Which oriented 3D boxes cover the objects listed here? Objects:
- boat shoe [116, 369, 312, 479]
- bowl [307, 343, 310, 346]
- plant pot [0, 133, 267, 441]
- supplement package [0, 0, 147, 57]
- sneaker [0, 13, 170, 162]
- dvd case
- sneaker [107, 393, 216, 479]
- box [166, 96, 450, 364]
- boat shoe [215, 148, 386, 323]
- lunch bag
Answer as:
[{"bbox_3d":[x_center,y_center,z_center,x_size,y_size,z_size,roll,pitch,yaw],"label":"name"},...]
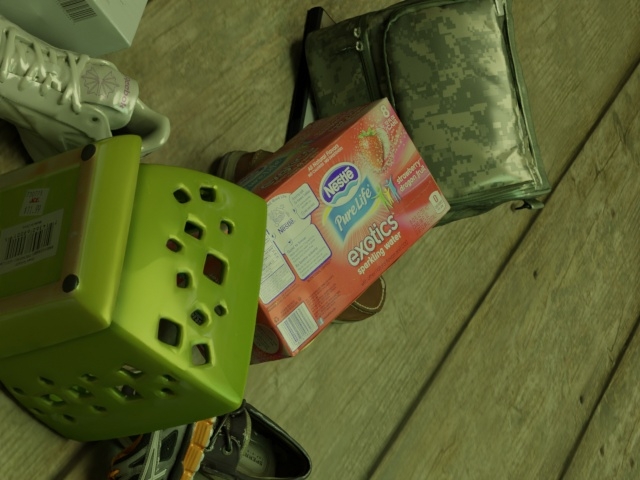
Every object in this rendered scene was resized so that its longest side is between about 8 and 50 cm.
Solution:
[{"bbox_3d":[-0.111,0.202,1.884,0.285,0.092,0.103,36,53,-48],"label":"boat shoe"},{"bbox_3d":[-0.077,0.052,1.992,0.170,0.080,0.170,11,72,-38],"label":"bowl"},{"bbox_3d":[-0.205,0.039,1.662,0.207,0.228,0.227,35,51,-43],"label":"plant pot"},{"bbox_3d":[-0.247,-0.310,1.792,0.139,0.134,0.244,51,39,-39],"label":"supplement package"},{"bbox_3d":[-0.265,-0.160,1.694,0.305,0.152,0.114,35,53,-48],"label":"sneaker"},{"bbox_3d":[0.022,-0.155,2.311,0.180,0.022,0.253,45,44,-44],"label":"dvd case"},{"bbox_3d":[-0.176,0.247,1.755,0.084,0.083,0.215,156,-43,-80],"label":"sneaker"},{"bbox_3d":[-0.022,-0.009,1.903,0.300,0.142,0.154,-43,108,-38],"label":"box"},{"bbox_3d":[0.000,0.000,2.123,0.324,0.116,0.123,42,46,-46],"label":"boat shoe"},{"bbox_3d":[0.149,-0.168,2.254,0.212,0.256,0.305,-8,86,-60],"label":"lunch bag"}]
